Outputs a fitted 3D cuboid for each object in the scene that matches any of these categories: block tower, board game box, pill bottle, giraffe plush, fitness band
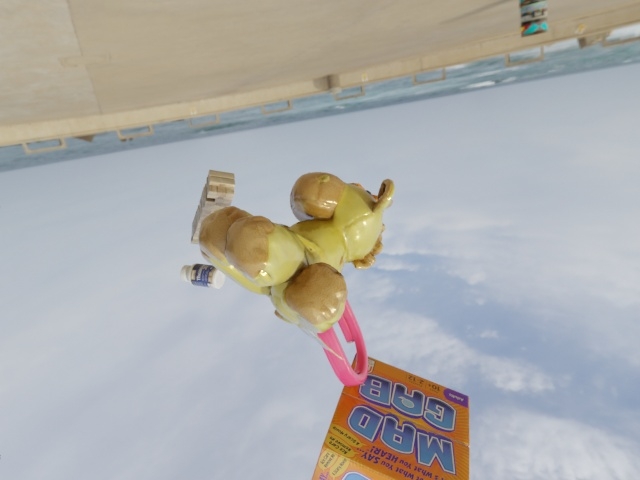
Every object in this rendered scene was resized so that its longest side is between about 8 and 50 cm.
[{"bbox_3d":[-0.401,-0.105,1.520,0.097,0.336,0.091,6,-130,-25],"label":"block tower"},{"bbox_3d":[0.184,0.620,1.178,0.356,0.357,0.356,19,-150,10],"label":"board game box"},{"bbox_3d":[-0.350,0.103,1.227,0.120,0.067,0.067,6,-160,14],"label":"pill bottle"},{"bbox_3d":[0.000,0.000,0.443,0.181,0.210,0.171,13,-118,52],"label":"giraffe plush"},{"bbox_3d":[0.052,0.253,1.130,0.054,0.291,0.209,-21,-168,19],"label":"fitness band"}]

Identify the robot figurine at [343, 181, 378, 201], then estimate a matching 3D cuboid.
[{"bbox_3d":[0.086,-0.141,1.479,0.210,0.085,0.290,25,167,-31],"label":"robot figurine"}]
